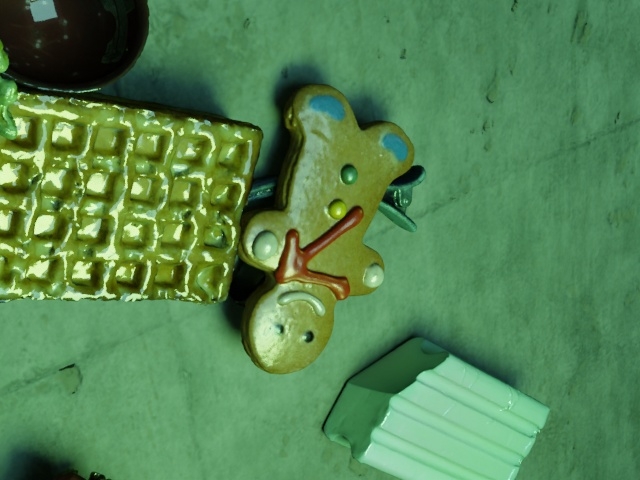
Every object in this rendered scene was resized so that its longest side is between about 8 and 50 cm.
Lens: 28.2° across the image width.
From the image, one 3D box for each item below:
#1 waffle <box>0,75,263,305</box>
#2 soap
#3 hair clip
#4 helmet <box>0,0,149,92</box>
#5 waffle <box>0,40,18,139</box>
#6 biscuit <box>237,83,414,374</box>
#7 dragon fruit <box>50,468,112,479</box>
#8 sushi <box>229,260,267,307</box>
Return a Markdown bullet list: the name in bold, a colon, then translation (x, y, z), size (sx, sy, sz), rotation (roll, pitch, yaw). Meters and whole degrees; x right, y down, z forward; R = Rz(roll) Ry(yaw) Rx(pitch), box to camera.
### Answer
- **waffle**: translation (-0.215, -0.041, 1.290), size (0.308, 0.091, 0.213), rotation (5, 105, -37)
- **soap**: translation (0.157, 0.238, 1.674), size (0.289, 0.095, 0.173), rotation (29, 89, -40)
- **hair clip**: translation (0.004, -0.058, 1.486), size (0.275, 0.048, 0.083), rotation (3, 103, -33)
- **helmet**: translation (-0.258, -0.202, 1.181), size (0.175, 0.106, 0.155), rotation (-13, 91, -30)
- **waffle**: translation (-0.343, -0.158, 1.109), size (0.036, 0.169, 0.183), rotation (-59, 143, -46)
- **biscuit**: translation (0.001, 0.000, 1.444), size (0.205, 0.049, 0.324), rotation (24, 89, -34)
- **dragon fruit**: translation (-0.242, 0.388, 1.338), size (0.244, 0.244, 0.299), rotation (-10, 103, -34)
- **sushi**: translation (-0.073, 0.039, 1.468), size (0.083, 0.044, 0.046), rotation (-53, 151, -7)
